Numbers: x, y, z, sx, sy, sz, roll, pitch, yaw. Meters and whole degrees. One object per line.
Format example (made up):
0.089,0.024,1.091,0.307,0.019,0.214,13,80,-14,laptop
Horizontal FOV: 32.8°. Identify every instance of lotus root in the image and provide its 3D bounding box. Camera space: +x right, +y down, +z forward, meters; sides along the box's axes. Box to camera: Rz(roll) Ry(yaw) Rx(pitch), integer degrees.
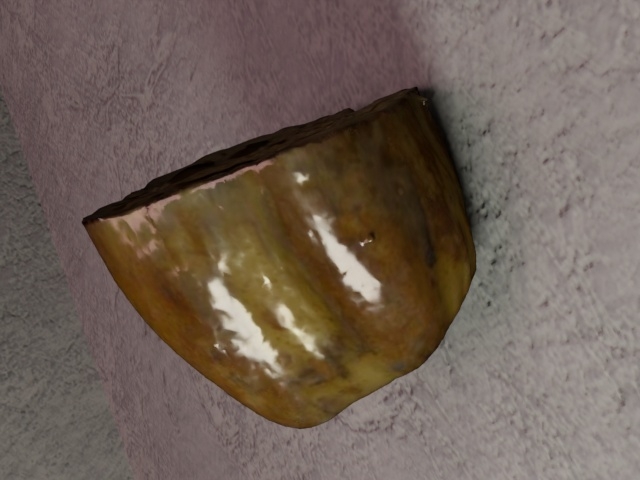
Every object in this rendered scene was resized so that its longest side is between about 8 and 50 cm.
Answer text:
0.000,0.000,0.955,0.250,0.316,0.316,59,154,-10,lotus root
